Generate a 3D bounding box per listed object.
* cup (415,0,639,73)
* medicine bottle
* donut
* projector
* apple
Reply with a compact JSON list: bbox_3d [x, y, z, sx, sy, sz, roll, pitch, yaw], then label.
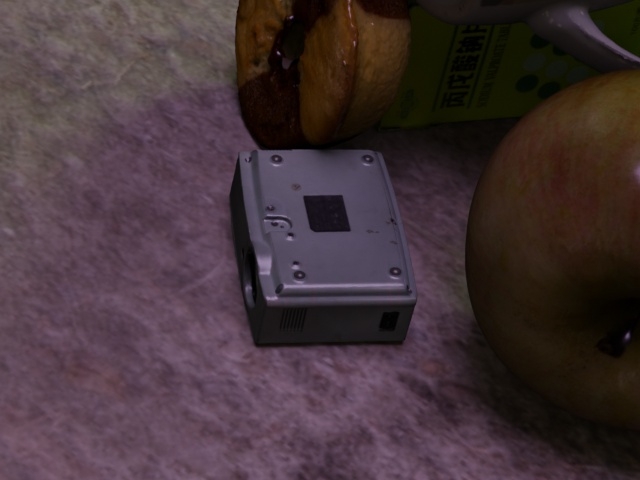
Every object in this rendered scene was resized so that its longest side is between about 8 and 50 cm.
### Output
[{"bbox_3d":[0.192,-0.226,1.356,0.257,0.227,0.301,-28,90,-17],"label":"cup"},{"bbox_3d":[0.144,-0.191,1.511,0.250,0.137,0.141,-7,52,-18],"label":"medicine bottle"},{"bbox_3d":[0.002,-0.146,1.415,0.073,0.184,0.166,-4,71,-31],"label":"donut"},{"bbox_3d":[0.000,0.000,1.361,0.115,0.061,0.147,-1,49,-12],"label":"projector"},{"bbox_3d":[0.230,-0.002,1.287,0.257,0.257,0.234,24,43,8],"label":"apple"}]
